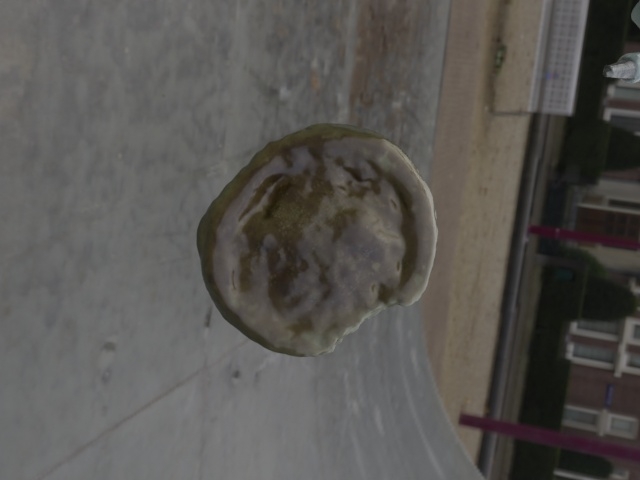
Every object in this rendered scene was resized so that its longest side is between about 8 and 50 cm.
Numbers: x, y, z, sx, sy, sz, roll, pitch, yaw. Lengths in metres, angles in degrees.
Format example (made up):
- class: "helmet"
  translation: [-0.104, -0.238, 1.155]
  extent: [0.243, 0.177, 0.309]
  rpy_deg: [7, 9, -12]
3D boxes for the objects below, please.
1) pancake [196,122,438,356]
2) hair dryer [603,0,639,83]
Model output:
- class: "pancake"
  translation: [0.000, 0.000, 0.854]
  extent: [0.042, 0.236, 0.222]
  rpy_deg: [-135, -147, -85]
- class: "hair dryer"
  translation: [0.300, -0.175, 0.811]
  extent: [0.044, 0.183, 0.155]
  rpy_deg: [-59, -134, 40]
